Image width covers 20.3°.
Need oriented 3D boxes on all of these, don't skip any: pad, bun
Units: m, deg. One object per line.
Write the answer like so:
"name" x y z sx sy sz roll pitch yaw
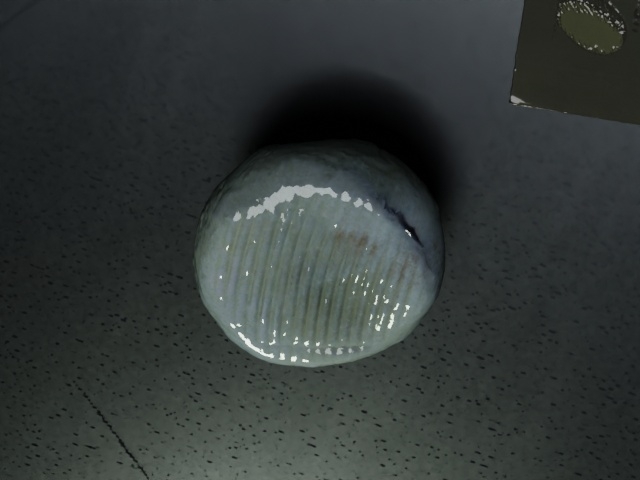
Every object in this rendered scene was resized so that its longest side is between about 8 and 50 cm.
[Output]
"pad" 0.169 -0.142 0.892 0.127 0.004 0.190 10 121 7
"bun" 0.000 0.000 0.969 0.140 0.083 0.141 2 126 2
